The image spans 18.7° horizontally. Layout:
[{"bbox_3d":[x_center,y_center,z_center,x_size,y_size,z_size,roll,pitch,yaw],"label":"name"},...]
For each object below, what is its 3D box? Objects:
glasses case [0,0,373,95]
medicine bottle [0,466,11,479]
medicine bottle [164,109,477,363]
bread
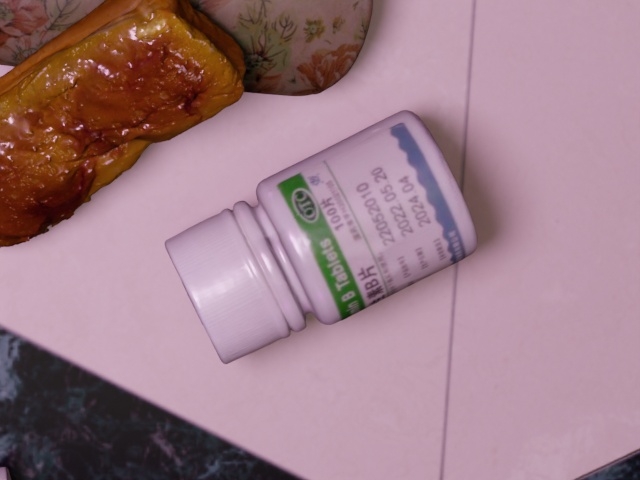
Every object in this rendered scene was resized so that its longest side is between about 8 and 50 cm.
[{"bbox_3d":[-0.168,-0.210,1.559,0.425,0.098,0.156,6,110,-10],"label":"glasses case"},{"bbox_3d":[-0.346,0.249,1.619,0.186,0.103,0.103,-10,102,-7],"label":"medicine bottle"},{"bbox_3d":[0.000,0.000,1.607,0.237,0.139,0.139,-26,104,-5],"label":"medicine bottle"},{"bbox_3d":[-0.189,-0.092,1.537,0.271,0.077,0.139,-31,133,20],"label":"bread"}]
